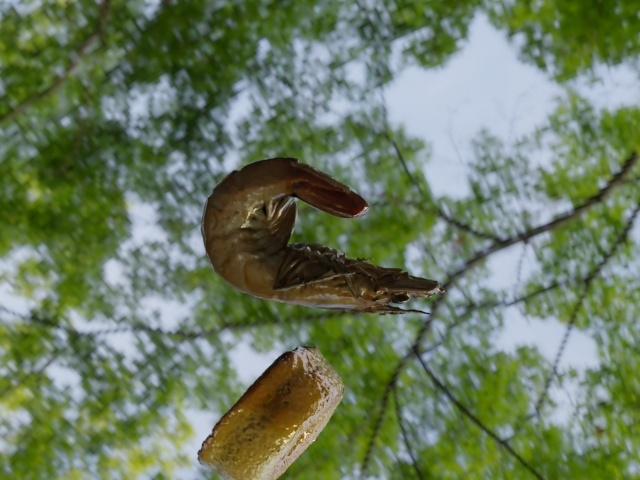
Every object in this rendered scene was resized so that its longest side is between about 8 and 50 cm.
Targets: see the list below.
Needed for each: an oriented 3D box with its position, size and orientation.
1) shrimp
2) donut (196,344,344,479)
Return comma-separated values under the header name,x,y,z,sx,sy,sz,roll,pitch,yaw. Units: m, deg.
name,x,y,z,sx,sy,sz,roll,pitch,yaw
shrimp,0.003,-0.002,1.004,0.162,0.045,0.095,10,-81,16
donut,-0.037,0.155,1.375,0.058,0.152,0.152,42,-102,11
